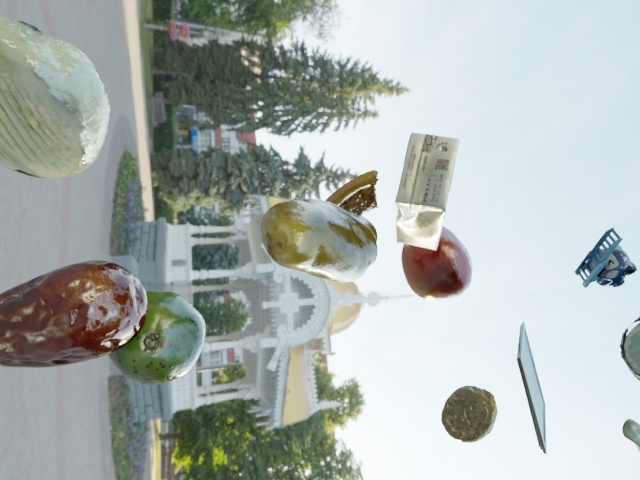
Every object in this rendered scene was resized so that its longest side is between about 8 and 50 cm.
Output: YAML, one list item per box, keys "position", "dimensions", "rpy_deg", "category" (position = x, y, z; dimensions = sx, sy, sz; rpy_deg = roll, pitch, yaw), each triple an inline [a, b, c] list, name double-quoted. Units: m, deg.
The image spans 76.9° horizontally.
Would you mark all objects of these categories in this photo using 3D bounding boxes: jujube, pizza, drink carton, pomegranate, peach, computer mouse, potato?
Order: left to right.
- position: [-0.545, 0.161, 0.865]
  dimensions: [0.223, 0.317, 0.223]
  rpy_deg: [166, -90, -81]
  category: "jujube"
- position: [-0.439, 0.253, 1.087]
  dimensions: [0.270, 0.253, 0.255]
  rpy_deg: [-169, -102, -75]
  category: "pomegranate"
- position: [0.000, 0.000, 0.825]
  dimensions: [0.369, 0.176, 0.196]
  rpy_deg: [3, 68, -66]
  category: "potato"
- position: [0.078, -0.096, 1.154]
  dimensions: [0.271, 0.134, 0.056]
  rpy_deg: [-36, -143, 24]
  category: "pizza"
- position: [0.279, -0.115, 1.087]
  dimensions: [0.325, 0.131, 0.195]
  rpy_deg: [59, 44, -69]
  category: "drink carton"
- position: [0.420, 0.074, 1.450]
  dimensions: [0.275, 0.248, 0.245]
  rpy_deg: [67, -11, -6]
  category: "peach"
- position: [0.865, 0.534, 1.093]
  dimensions: [0.110, 0.056, 0.032]
  rpy_deg: [46, -19, -11]
  category: "computer mouse"

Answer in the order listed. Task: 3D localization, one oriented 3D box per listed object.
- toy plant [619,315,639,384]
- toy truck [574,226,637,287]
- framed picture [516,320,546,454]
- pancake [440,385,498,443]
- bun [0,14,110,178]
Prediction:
- position: [0.788, 0.318, 0.832]
  dimensions: [0.332, 0.247, 0.247]
  rpy_deg: [54, -5, -25]
  category: "toy plant"
- position: [0.525, 0.031, 0.728]
  dimensions: [0.136, 0.073, 0.063]
  rpy_deg: [90, -6, -46]
  category: "toy truck"
- position: [0.571, 0.387, 1.089]
  dimensions: [0.017, 0.217, 0.275]
  rpy_deg: [-13, -83, 31]
  category: "framed picture"
- position: [0.372, 0.432, 1.008]
  dimensions: [0.151, 0.025, 0.152]
  rpy_deg: [-37, -158, 18]
  category: "pancake"
- position: [-0.418, -0.203, 0.572]
  dimensions: [0.142, 0.238, 0.239]
  rpy_deg: [-78, -175, -45]
  category: "bun"
